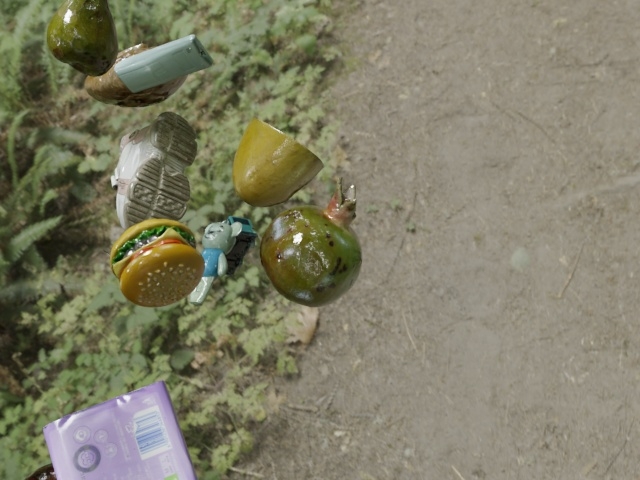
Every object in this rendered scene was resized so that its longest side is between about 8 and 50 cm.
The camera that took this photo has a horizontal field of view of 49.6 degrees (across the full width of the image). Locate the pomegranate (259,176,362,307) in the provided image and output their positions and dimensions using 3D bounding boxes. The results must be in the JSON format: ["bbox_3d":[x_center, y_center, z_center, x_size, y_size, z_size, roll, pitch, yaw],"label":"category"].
[{"bbox_3d":[0.010,0.018,1.789,0.323,0.291,0.291,-38,47,3],"label":"pomegranate"}]

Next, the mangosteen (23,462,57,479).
[{"bbox_3d":[-0.594,0.640,1.598,0.235,0.261,0.236,5,57,-8],"label":"mangosteen"}]

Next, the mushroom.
[{"bbox_3d":[-0.451,-0.402,1.714,0.278,0.146,0.278,-19,7,3],"label":"mushroom"}]

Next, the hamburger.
[{"bbox_3d":[-0.277,0.041,1.183,0.162,0.162,0.115,-29,55,-2],"label":"hamburger"}]

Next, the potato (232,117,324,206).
[{"bbox_3d":[-0.105,-0.140,1.393,0.158,0.178,0.203,-54,32,3],"label":"potato"}]

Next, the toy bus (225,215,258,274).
[{"bbox_3d":[-0.250,0.015,1.934,0.160,0.079,0.092,-56,43,30],"label":"toy bus"}]

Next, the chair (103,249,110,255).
[{"bbox_3d":[-0.469,0.058,1.972,0.246,0.172,0.159,33,75,25],"label":"chair"}]

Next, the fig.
[{"bbox_3d":[-0.453,-0.413,1.342,0.126,0.132,0.185,-38,43,53],"label":"fig"}]

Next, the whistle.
[{"bbox_3d":[-0.267,0.047,1.682,0.113,0.077,0.236,1,57,27],"label":"whistle"}]

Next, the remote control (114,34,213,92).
[{"bbox_3d":[-0.255,-0.282,1.120,0.162,0.061,0.029,-11,52,26],"label":"remote control"}]

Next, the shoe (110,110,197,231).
[{"bbox_3d":[-0.448,-0.154,1.796,0.198,0.172,0.351,-11,53,39],"label":"shoe"}]

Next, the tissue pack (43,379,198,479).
[{"bbox_3d":[-0.354,0.476,1.318,0.242,0.160,0.338,-18,70,-17],"label":"tissue pack"}]
